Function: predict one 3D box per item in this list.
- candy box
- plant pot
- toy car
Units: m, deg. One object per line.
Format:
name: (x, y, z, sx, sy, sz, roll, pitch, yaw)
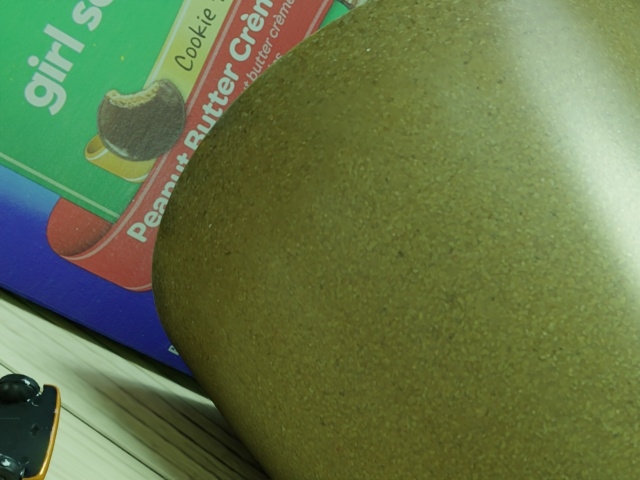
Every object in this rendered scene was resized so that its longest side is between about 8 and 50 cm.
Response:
candy box: (-0.105, -0.127, 0.645, 0.317, 0.268, 0.122, 29, 6, -29)
plant pot: (0.096, 0.068, 0.573, 0.237, 0.237, 0.254, 25, 26, -48)
toy car: (-0.085, 0.084, 0.394, 0.122, 0.060, 0.040, -113, -166, -45)
